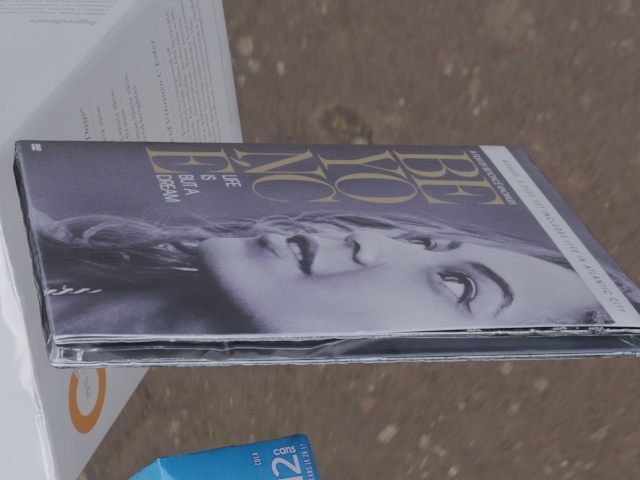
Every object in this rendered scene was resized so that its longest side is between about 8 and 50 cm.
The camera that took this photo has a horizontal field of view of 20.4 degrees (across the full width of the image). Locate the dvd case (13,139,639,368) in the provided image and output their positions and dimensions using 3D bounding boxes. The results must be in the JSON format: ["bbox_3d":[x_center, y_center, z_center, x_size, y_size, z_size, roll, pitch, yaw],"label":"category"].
[{"bbox_3d":[0.000,0.000,0.680,0.221,0.164,0.018,0,116,-15],"label":"dvd case"}]

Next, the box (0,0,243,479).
[{"bbox_3d":[-0.183,-0.031,1.085,0.168,0.215,0.345,2,30,17],"label":"box"}]

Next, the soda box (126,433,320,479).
[{"bbox_3d":[-0.021,0.184,0.656,0.067,0.071,0.210,-6,72,-31],"label":"soda box"}]
